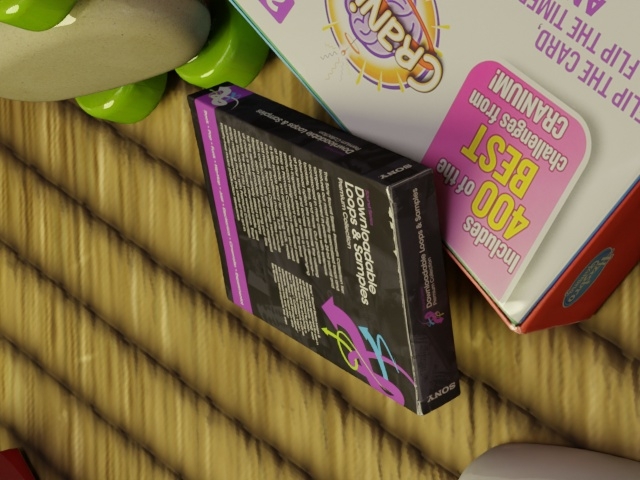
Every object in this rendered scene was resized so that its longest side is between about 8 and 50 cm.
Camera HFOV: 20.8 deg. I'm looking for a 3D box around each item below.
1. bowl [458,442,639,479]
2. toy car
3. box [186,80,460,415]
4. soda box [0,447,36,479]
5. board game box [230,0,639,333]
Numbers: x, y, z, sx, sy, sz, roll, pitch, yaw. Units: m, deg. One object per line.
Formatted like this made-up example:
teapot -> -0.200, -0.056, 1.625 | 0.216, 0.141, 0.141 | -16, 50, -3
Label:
bowl -> 0.109, 0.166, 0.765 | 0.142, 0.053, 0.142 | 7, 96, 38
toy car -> -0.123, -0.172, 0.880 | 0.149, 0.155, 0.188 | -13, 72, 39
box -> 0.000, 0.000, 0.808 | 0.162, 0.029, 0.116 | 29, 136, 50
soda box -> -0.160, 0.250, 0.971 | 0.092, 0.083, 0.263 | -47, 65, 32
board game box -> 0.113, -0.157, 0.730 | 0.242, 0.064, 0.316 | 51, 122, 25
